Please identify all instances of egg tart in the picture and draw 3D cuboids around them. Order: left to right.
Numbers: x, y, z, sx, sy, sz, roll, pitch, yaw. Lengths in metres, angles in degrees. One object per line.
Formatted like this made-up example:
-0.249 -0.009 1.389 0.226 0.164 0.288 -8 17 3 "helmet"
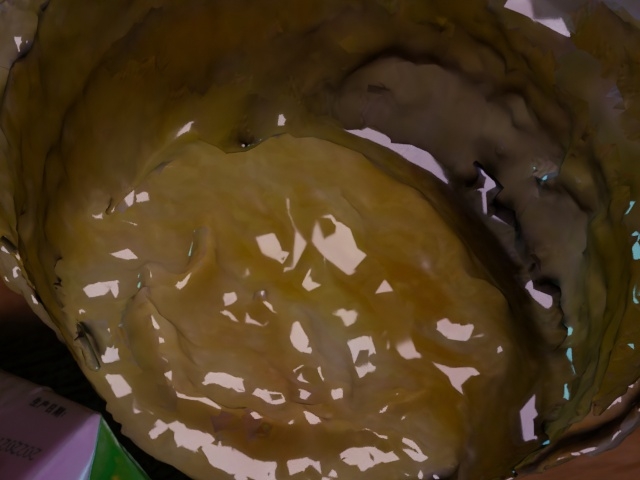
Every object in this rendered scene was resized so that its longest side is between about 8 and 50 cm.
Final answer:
0.000 0.000 0.682 0.345 0.132 0.345 7 127 10 "egg tart"

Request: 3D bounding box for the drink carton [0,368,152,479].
-0.112 0.186 0.811 0.161 0.108 0.271 12 141 49 "drink carton"
